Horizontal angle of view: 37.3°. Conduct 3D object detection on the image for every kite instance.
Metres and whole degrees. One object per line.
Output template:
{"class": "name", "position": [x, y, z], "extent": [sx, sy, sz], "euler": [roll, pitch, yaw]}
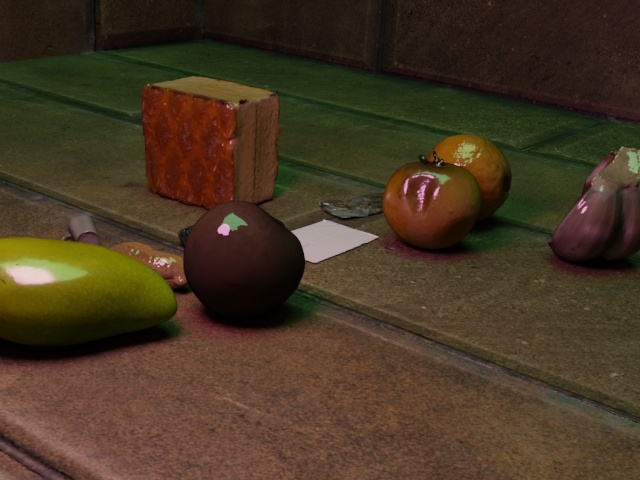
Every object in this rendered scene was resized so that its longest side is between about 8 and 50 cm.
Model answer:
{"class": "kite", "position": [0.118, -0.085, 2.263], "extent": [0.245, 0.015, 0.141], "euler": [-9, 25, -22]}

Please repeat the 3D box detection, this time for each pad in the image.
{"class": "pad", "position": [0.000, 0.000, 2.028], "extent": [0.156, 0.004, 0.232], "euler": [19, 25, 34]}

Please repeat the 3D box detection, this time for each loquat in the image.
{"class": "loquat", "position": [0.235, -0.083, 2.014], "extent": [0.213, 0.213, 0.213], "euler": [3, 20, -1]}
{"class": "loquat", "position": [0.333, -0.139, 2.186], "extent": [0.208, 0.208, 0.208], "euler": [3, 20, -1]}

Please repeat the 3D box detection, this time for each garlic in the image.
{"class": "garlic", "position": [0.585, -0.063, 2.011], "extent": [0.210, 0.292, 0.237], "euler": [8, 44, -14]}

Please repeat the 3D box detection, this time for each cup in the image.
{"class": "cup", "position": [-0.483, -0.012, 1.904], "extent": [0.075, 0.054, 0.083], "euler": [-4, 24, -22]}

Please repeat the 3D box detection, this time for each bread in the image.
{"class": "bread", "position": [-0.257, -0.231, 2.232], "extent": [0.279, 0.279, 0.207], "euler": [13, 24, 30]}

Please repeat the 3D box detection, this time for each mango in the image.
{"class": "mango", "position": [-0.399, 0.085, 1.513], "extent": [0.343, 0.156, 0.192], "euler": [5, 36, -15]}

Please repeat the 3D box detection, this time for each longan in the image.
{"class": "longan", "position": [-0.133, 0.038, 1.632], "extent": [0.220, 0.196, 0.196], "euler": [32, -2, -42]}

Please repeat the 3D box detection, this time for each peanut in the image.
{"class": "peanut", "position": [-0.315, 0.046, 1.751], "extent": [0.174, 0.080, 0.080], "euler": [15, 23, 18]}

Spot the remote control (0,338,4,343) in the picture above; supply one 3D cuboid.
{"class": "remote control", "position": [-0.516, 0.141, 1.540], "extent": [0.034, 0.016, 0.091], "euler": [8, 21, -2]}

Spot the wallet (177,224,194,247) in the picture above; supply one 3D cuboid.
{"class": "wallet", "position": [-0.182, 0.015, 1.895], "extent": [0.160, 0.055, 0.236], "euler": [-11, 25, -19]}
